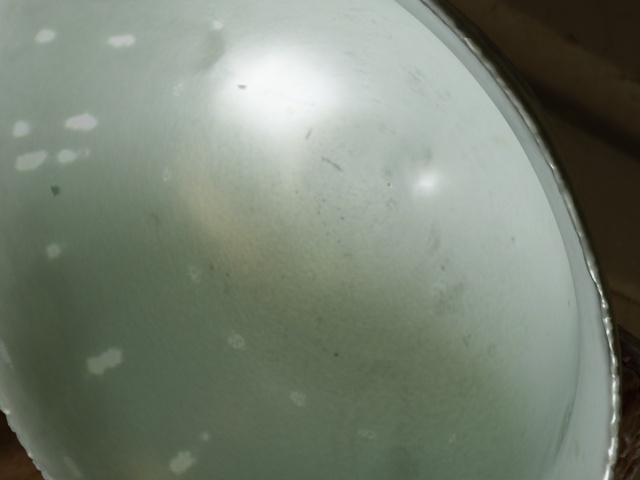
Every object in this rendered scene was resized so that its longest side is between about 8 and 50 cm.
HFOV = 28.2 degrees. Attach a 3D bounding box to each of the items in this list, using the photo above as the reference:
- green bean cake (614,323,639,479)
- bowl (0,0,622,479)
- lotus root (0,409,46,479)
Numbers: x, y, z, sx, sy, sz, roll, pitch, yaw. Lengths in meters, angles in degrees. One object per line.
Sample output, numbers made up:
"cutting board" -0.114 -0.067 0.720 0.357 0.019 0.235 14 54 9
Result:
"green bean cake" 0.139 0.169 0.882 0.198 0.233 0.097 -10 -142 -46
"bowl" 0.000 0.000 0.516 0.146 0.313 0.313 -33 -92 -47
"lotus root" -0.279 0.084 0.701 0.192 0.272 0.272 -19 -100 -45
